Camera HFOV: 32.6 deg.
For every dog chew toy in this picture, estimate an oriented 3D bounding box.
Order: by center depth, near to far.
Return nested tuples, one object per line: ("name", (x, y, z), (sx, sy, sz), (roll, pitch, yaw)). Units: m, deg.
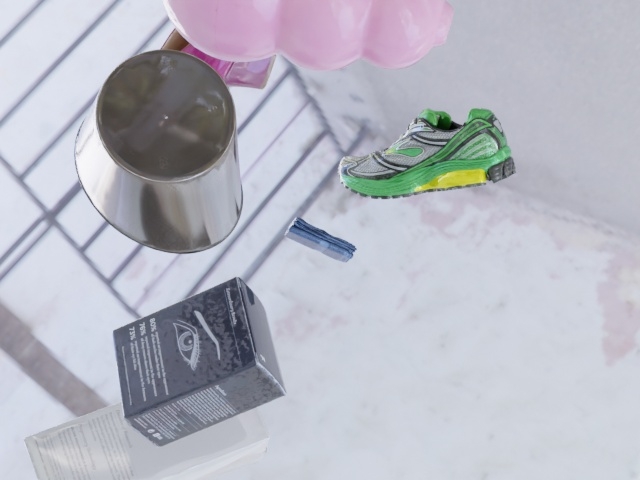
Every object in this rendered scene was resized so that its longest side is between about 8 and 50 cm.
("dog chew toy", (-0.011, -0.288, 1.262), (0.332, 0.206, 0.206), (16, 157, 5))

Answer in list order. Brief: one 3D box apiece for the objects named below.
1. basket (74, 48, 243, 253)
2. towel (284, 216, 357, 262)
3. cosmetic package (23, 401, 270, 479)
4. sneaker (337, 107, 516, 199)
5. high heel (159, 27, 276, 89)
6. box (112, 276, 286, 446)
("basket", (-0.159, -0.094, 1.096), (0.204, 0.154, 0.227), (41, 165, 0))
("towel", (0.000, 0.000, 1.840), (0.119, 0.029, 0.067), (24, 164, -7))
("cosmetic package", (-0.281, 0.348, 1.808), (0.155, 0.365, 0.197), (64, 162, 18))
("sneaker", (0.180, -0.157, 1.936), (0.343, 0.134, 0.146), (-8, 97, 35))
("high heel", (-0.131, -0.391, 1.611), (0.127, 0.181, 0.377), (-127, 44, -52))
("box", (-0.170, 0.170, 1.525), (0.108, 0.207, 0.153), (57, -166, -51))
